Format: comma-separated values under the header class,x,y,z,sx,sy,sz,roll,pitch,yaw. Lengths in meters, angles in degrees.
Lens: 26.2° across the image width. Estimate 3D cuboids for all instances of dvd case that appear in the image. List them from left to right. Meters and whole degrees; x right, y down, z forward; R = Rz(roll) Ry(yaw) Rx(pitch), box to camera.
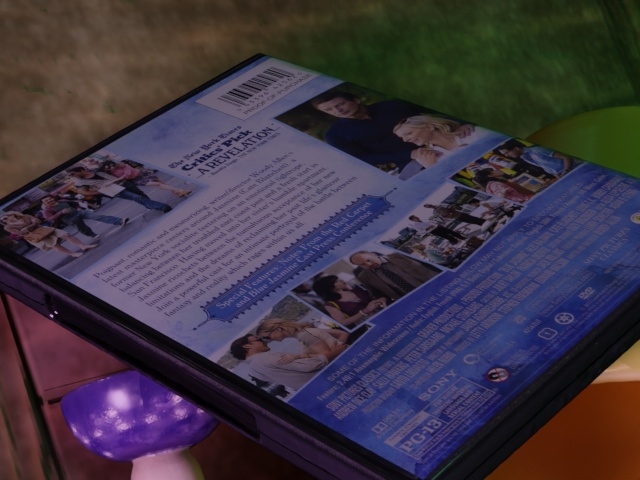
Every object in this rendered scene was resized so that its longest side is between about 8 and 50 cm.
class,x,y,z,sx,sy,sz,roll,pitch,yaw
dvd case,0.000,0.000,0.524,0.180,0.253,0.022,-35,132,-33

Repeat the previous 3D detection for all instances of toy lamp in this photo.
class,x,y,z,sx,sy,sz,roll,pitch,yaw
toy lamp,-0.034,0.185,0.523,0.080,0.080,0.275,-2,72,-41

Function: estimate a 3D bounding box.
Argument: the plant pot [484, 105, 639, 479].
class,x,y,z,sx,sy,sz,roll,pitch,yaw
plant pot,0.142,0.069,0.631,0.254,0.254,0.239,39,34,-21
